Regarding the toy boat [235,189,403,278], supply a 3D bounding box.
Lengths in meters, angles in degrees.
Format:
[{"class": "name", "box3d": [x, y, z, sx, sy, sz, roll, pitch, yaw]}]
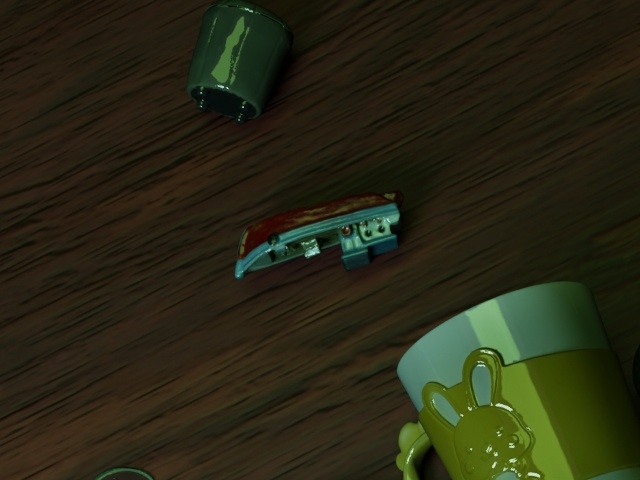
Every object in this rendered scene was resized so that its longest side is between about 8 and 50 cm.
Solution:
[{"class": "toy boat", "box3d": [0.000, 0.000, 1.781, 0.173, 0.069, 0.058, -14, 75, 0]}]

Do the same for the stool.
[{"class": "stool", "box3d": [-0.083, -0.179, 1.874, 0.096, 0.096, 0.110, 12, 72, 19]}]

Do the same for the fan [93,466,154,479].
[{"class": "fan", "box3d": [-0.173, 0.267, 1.730, 0.085, 0.005, 0.133, -35, 61, -5]}]

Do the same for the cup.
[{"class": "cup", "box3d": [0.168, 0.179, 1.613, 0.241, 0.185, 0.226, -39, 62, 33]}]

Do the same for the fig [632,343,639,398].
[{"class": "fig", "box3d": [0.334, 0.136, 1.610, 0.123, 0.123, 0.156, -15, 75, 7]}]
